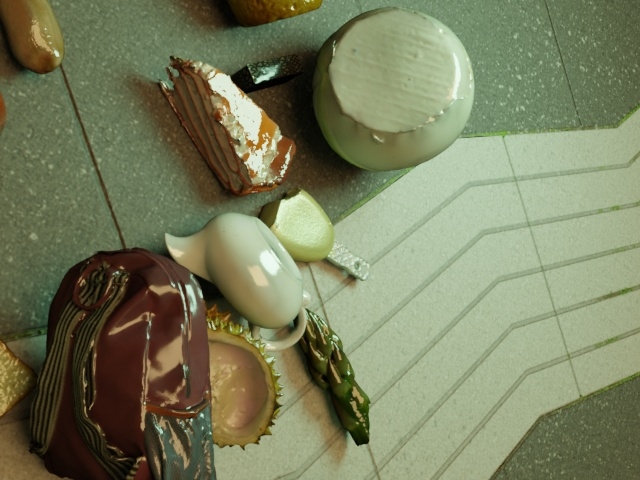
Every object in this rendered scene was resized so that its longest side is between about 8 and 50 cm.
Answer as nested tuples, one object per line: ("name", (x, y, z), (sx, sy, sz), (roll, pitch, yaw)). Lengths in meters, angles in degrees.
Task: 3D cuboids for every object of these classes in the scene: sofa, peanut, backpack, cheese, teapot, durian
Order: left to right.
("peanut", (-0.415, -0.311, 1.170), (0.076, 0.076, 0.152), (-19, 90, -40))
("backpack", (-0.255, 0.168, 1.060), (0.197, 0.283, 0.317), (-4, 94, -51))
("durian", (-0.152, 0.196, 1.246), (0.183, 0.138, 0.250), (-21, 101, 2))
("teapot", (-0.112, 0.062, 1.298), (0.139, 0.204, 0.298), (-37, 116, 3))
("sofa", (-0.093, -0.293, 1.440), (0.118, 0.060, 0.039), (-23, 91, -39))
("cheese", (0.000, 0.000, 1.476), (0.255, 0.050, 0.127), (32, 62, -33))

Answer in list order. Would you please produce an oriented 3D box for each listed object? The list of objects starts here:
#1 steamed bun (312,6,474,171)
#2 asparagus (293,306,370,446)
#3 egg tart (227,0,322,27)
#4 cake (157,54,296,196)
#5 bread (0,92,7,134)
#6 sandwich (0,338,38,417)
("steamed bun", (0.130, -0.263, 1.505), (0.309, 0.309, 0.309), (8, 78, -38))
("asparagus", (0.023, 0.228, 1.442), (0.080, 0.080, 0.287), (-40, 107, -36))
("egg tart", (-0.082, -0.466, 1.396), (0.215, 0.215, 0.171), (-32, 115, -38))
("cake", (-0.158, -0.182, 1.342), (0.287, 0.098, 0.135), (44, 58, -26))
("bread", (-0.476, -0.182, 1.044), (0.073, 0.160, 0.160), (-46, 112, -40))
("sandwich", (-0.488, 0.156, 1.038), (0.186, 0.065, 0.215), (-47, 113, -34))
